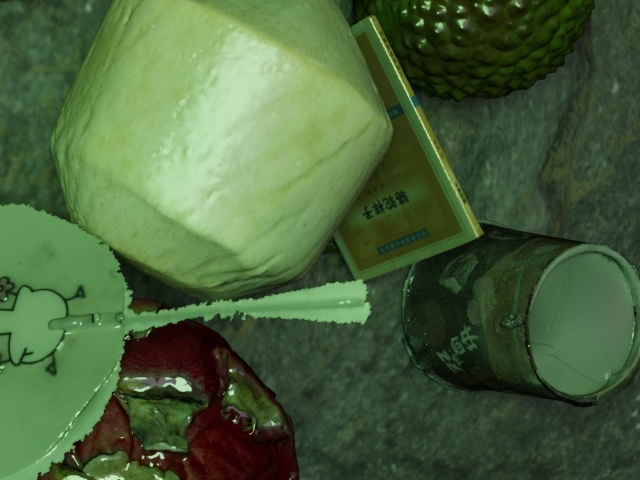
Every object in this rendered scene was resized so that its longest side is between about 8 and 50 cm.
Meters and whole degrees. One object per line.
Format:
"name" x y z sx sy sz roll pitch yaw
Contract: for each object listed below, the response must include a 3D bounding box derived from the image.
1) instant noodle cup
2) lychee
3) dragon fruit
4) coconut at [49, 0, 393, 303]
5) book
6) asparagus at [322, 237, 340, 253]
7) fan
"instant noodle cup" 0.233 0.084 1.054 0.217 0.207 0.217 -1 92 -27
"lychee" 0.150 -0.286 0.975 0.270 0.270 0.320 -62 149 -11
"dragon fruit" -0.176 0.205 0.803 0.329 0.329 0.329 -1 93 -26
"coconut" -0.082 -0.111 0.845 0.329 0.329 0.329 -1 93 -26
"book" 0.046 -0.086 0.964 0.018 0.170 0.242 -31 95 -48
"asparagus" 0.000 -0.001 1.035 0.236 0.027 0.034 -7 106 -25
"fan" -0.171 0.061 0.689 0.414 0.012 0.233 -9 64 2
